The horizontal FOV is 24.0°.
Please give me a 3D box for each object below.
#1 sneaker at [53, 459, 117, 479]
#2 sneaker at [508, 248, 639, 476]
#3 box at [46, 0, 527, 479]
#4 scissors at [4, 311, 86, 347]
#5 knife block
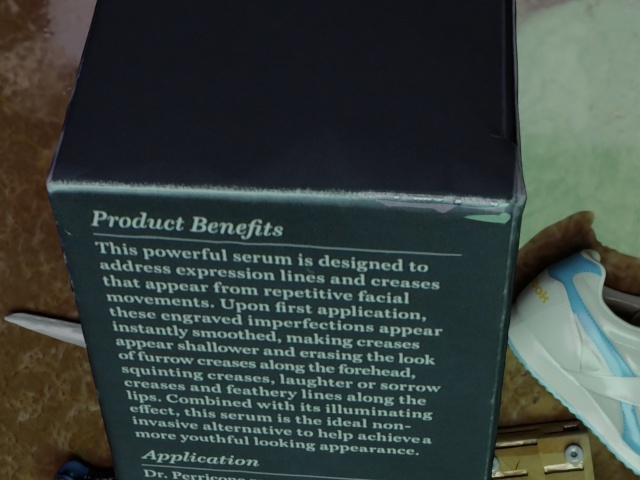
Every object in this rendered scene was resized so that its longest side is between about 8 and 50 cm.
[{"bbox_3d":[-0.112,0.200,1.160,0.221,0.083,0.087,-11,106,8],"label":"sneaker"},{"bbox_3d":[0.236,0.104,1.080,0.228,0.087,0.092,41,109,-13],"label":"sneaker"},{"bbox_3d":[0.000,0.000,0.872,0.212,0.293,0.395,3,139,4],"label":"box"},{"bbox_3d":[-0.092,0.103,1.146,0.297,0.021,0.109,0,115,4],"label":"scissors"},{"bbox_3d":[0.185,0.303,1.181,0.088,0.242,0.276,-7,67,8],"label":"knife block"}]
